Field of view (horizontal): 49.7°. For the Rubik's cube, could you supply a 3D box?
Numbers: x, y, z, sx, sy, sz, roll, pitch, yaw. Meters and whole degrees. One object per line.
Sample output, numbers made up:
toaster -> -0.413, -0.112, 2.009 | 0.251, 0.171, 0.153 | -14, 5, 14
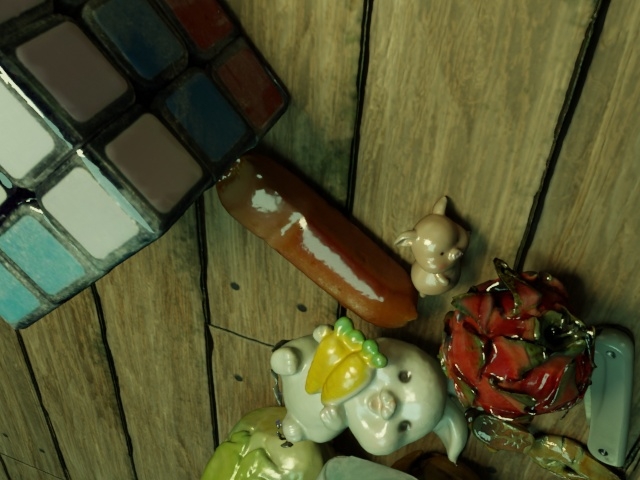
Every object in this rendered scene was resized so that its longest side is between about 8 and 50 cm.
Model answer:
Rubik's cube -> -0.308, -0.157, 0.832 | 0.363, 0.359, 0.362 | -22, 112, 39

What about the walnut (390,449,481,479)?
walnut -> 0.187, 0.513, 1.239 | 0.209, 0.209, 0.336 | 18, 137, 13

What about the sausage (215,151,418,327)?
sausage -> -0.001, 0.000, 0.987 | 0.348, 0.094, 0.097 | 40, 122, -6

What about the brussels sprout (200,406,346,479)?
brussels sprout -> -0.073, 0.469, 1.301 | 0.344, 0.268, 0.344 | -1, 113, -3

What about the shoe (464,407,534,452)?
shoe -> 0.284, 0.305, 1.105 | 0.109, 0.069, 0.072 | 3, 91, 11

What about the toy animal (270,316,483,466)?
toy animal -> 0.079, 0.232, 1.047 | 0.310, 0.183, 0.247 | -6, 157, 32

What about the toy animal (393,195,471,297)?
toy animal -> 0.153, 0.022, 0.933 | 0.089, 0.083, 0.150 | 11, 131, 22

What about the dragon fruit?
dragon fruit -> 0.260, 0.137, 0.893 | 0.193, 0.192, 0.274 | 19, 159, -20

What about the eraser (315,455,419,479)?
eraser -> 0.050, 0.436, 1.077 | 0.174, 0.081, 0.227 | 17, 133, -7

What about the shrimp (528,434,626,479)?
shrimp -> 0.416, 0.371, 1.110 | 0.180, 0.041, 0.099 | 28, 135, 3

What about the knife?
knife -> 0.414, 0.228, 0.999 | 0.073, 0.040, 0.266 | 10, 131, 34
